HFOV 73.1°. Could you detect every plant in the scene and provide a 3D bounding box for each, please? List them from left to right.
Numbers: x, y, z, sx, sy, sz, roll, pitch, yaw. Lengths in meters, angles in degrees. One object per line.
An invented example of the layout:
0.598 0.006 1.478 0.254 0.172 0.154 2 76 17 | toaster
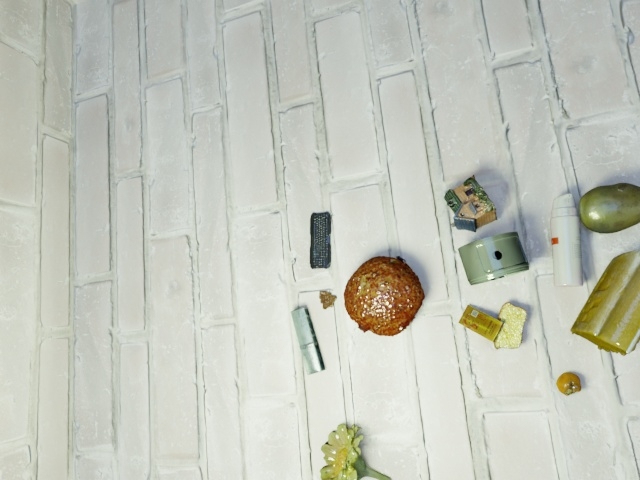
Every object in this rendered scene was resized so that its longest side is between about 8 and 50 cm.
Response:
0.118 0.883 1.751 0.306 0.297 0.261 113 146 -43 | plant

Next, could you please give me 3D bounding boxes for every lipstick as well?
-0.058 0.438 1.901 0.076 0.077 0.290 -22 75 14 | lipstick

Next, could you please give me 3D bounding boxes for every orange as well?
0.914 0.527 1.587 0.086 0.062 0.086 -4 78 17 | orange

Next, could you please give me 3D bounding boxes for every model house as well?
0.589 -0.135 1.743 0.172 0.166 0.183 -29 63 15 | model house

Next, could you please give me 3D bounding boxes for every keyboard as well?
0.000 0.000 1.981 0.106 0.016 0.262 -2 81 17 | keyboard

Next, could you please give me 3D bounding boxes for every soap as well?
1.029 0.216 1.478 0.156 0.293 0.335 31 93 22 | soap

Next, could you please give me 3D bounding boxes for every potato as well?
1.091 -0.121 1.583 0.251 0.159 0.174 -10 107 21 | potato

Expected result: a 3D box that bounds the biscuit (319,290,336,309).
0.025 0.262 1.934 0.092 0.016 0.082 46 102 19 | biscuit

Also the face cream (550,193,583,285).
0.932 0.000 1.640 0.102 0.102 0.346 -1 81 17 | face cream

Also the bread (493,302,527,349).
0.733 0.338 1.673 0.103 0.065 0.187 10 81 20 | bread

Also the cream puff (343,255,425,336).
0.251 0.226 1.759 0.350 0.228 0.350 -3 82 20 | cream puff

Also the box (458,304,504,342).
0.629 0.325 1.698 0.156 0.022 0.089 26 89 45 | box

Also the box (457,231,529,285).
0.659 0.071 1.649 0.226 0.226 0.149 -18 77 14 | box
